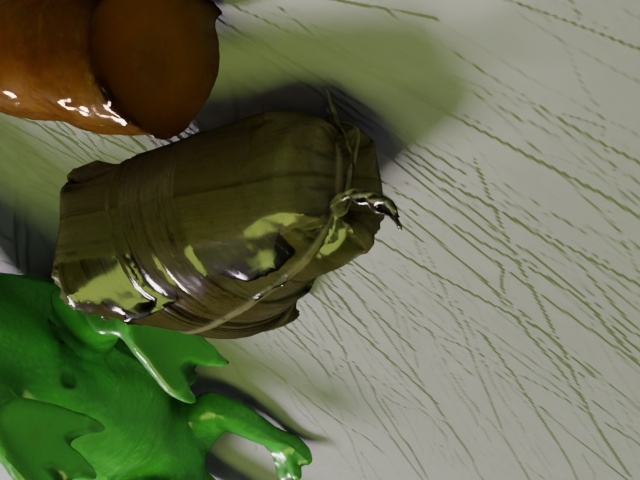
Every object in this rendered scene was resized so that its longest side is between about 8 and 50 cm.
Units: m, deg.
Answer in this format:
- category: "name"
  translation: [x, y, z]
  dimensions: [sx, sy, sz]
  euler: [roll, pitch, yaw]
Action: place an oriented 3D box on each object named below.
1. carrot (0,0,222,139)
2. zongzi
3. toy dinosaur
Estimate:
- category: "carrot"
  translation: [-0.138, -0.084, 0.715]
  dimensions: [0.205, 0.072, 0.072]
  euler: [8, 149, 38]
- category: "zongzi"
  translation: [0.000, 0.000, 0.772]
  dimensions: [0.189, 0.081, 0.178]
  euler: [-15, 157, 35]
- category: "toy dinosaur"
  translation: [-0.224, 0.051, 1.028]
  dimensions: [0.500, 0.144, 0.374]
  euler: [32, 166, -5]
